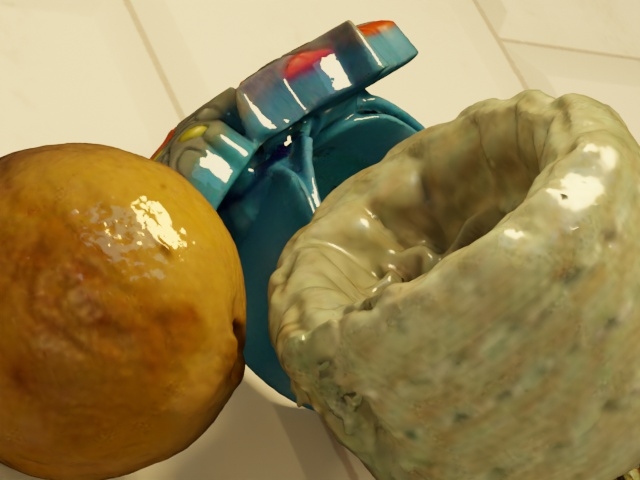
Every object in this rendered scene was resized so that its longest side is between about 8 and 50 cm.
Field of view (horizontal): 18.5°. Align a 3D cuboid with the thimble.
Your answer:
[{"bbox_3d":[0.112,0.048,1.302,0.195,0.291,0.291,52,32,-19],"label":"thimble"}]

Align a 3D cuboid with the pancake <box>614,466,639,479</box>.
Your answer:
[{"bbox_3d":[0.208,0.131,1.583,0.426,0.067,0.305,62,16,-19],"label":"pancake"}]

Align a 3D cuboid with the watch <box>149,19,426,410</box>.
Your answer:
[{"bbox_3d":[0.000,0.000,1.521,0.274,0.241,0.305,55,35,-5],"label":"watch"}]

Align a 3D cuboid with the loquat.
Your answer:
[{"bbox_3d":[-0.163,0.046,1.295,0.238,0.238,0.193,42,26,0],"label":"loquat"}]
